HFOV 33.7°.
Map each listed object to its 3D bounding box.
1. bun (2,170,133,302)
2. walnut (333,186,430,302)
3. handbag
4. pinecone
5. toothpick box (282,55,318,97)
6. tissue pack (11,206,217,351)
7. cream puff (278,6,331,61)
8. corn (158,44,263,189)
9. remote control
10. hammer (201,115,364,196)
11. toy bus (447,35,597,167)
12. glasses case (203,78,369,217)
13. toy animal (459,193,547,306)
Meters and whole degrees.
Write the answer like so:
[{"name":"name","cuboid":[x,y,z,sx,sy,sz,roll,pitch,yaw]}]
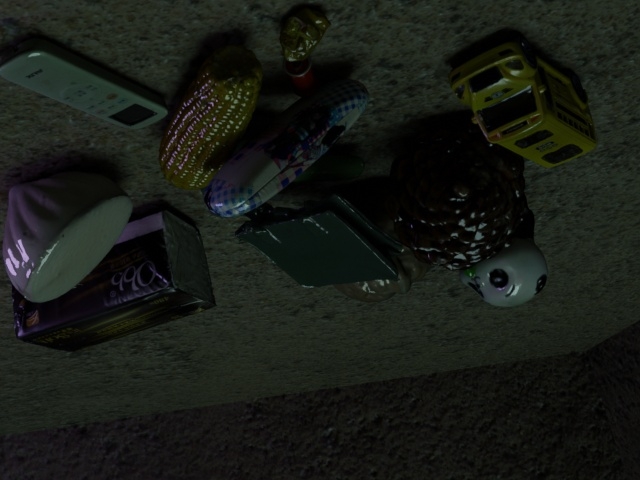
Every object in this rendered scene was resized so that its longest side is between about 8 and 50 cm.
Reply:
[{"name":"bun","cuboid":[-0.478,-0.033,1.877,0.263,0.175,0.263,-49,172,-9]},{"name":"walnut","cuboid":[0.113,0.008,2.251,0.248,0.248,0.248,-12,160,-4]},{"name":"handbag","cuboid":[0.000,0.002,2.030,0.247,0.079,0.260,-8,148,38]},{"name":"pinecone","cuboid":[0.261,-0.086,2.050,0.242,0.298,0.296,24,174,28]},{"name":"toothpick box","cuboid":[-0.030,-0.264,1.685,0.047,0.047,0.083,-15,161,4]},{"name":"tissue pack","cuboid":[-0.428,0.085,2.147,0.370,0.198,0.210,-18,164,15]},{"name":"cream puff","cuboid":[-0.028,-0.307,1.566,0.058,0.083,0.083,38,159,-6]},{"name":"corn","cuboid":[-0.176,-0.187,1.690,0.120,0.120,0.363,-4,160,-25]},{"name":"remote control","cuboid":[-0.348,-0.229,1.586,0.090,0.038,0.309,-22,159,24]},{"name":"hammer","cuboid":[-0.048,-0.140,1.937,0.335,0.119,0.206,-5,161,-41]},{"name":"toy bus","cuboid":[0.366,-0.235,1.865,0.145,0.151,0.331,-23,159,31]},{"name":"glasses case","cuboid":[-0.054,-0.152,1.703,0.327,0.076,0.125,-43,-150,-19]},{"name":"toy animal","cuboid":[0.401,0.022,2.425,0.212,0.267,0.212,-7,162,-2]}]
